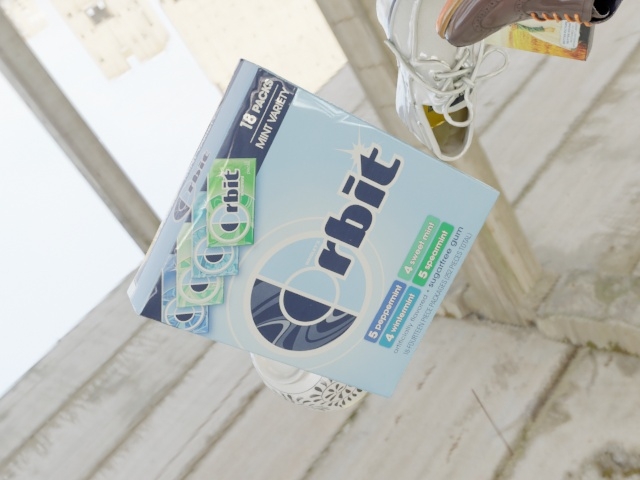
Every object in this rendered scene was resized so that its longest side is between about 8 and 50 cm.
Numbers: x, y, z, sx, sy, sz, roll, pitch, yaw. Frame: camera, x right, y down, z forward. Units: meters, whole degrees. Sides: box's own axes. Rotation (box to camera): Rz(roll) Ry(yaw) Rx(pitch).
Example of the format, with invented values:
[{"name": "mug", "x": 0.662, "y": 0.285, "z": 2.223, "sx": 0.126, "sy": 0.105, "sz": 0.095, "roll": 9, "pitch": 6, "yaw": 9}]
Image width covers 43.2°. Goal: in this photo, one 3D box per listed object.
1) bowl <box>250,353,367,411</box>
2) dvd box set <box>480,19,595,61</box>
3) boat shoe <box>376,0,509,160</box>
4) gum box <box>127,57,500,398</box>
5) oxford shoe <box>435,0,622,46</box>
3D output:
[{"name": "bowl", "x": -0.024, "y": 0.117, "z": 0.905, "sx": 0.170, "sy": 0.170, "sz": 0.080, "roll": -13, "pitch": 177, "yaw": 33}, {"name": "dvd box set", "x": 0.467, "y": -0.612, "z": 1.985, "sx": 0.421, "sy": 0.307, "sz": 0.062, "roll": 17, "pitch": -125, "yaw": 22}, {"name": "boat shoe", "x": 0.166, "y": -0.221, "z": 1.070, "sx": 0.136, "sy": 0.367, "sz": 0.156, "roll": -26, "pitch": -119, "yaw": -8}, {"name": "gum box", "x": 0.000, "y": 0.000, "z": 0.501, "sx": 0.156, "sy": 0.184, "sz": 0.041, "roll": -63, "pitch": -153, "yaw": 7}, {"name": "oxford shoe", "x": 0.224, "y": -0.244, "z": 0.784, "sx": 0.097, "sy": 0.098, "sz": 0.271, "roll": -16, "pitch": 174, "yaw": -41}]
